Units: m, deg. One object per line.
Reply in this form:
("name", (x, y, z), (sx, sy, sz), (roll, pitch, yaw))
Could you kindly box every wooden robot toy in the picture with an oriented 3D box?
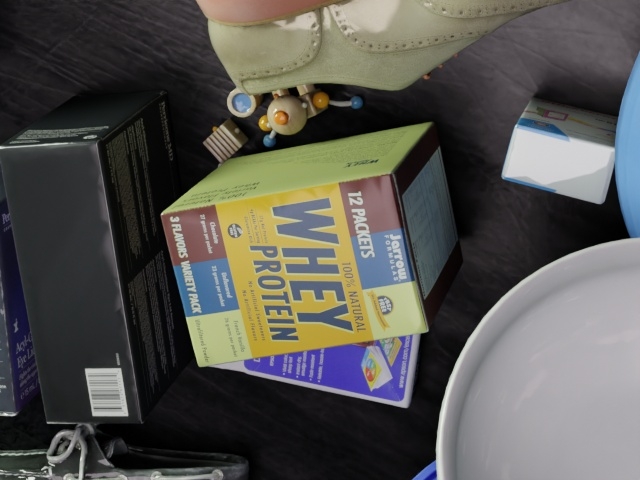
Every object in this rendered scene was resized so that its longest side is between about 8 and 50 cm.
("wooden robot toy", (-0.038, -0.122, 1.568), (0.173, 0.079, 0.076), (-23, 101, 20))

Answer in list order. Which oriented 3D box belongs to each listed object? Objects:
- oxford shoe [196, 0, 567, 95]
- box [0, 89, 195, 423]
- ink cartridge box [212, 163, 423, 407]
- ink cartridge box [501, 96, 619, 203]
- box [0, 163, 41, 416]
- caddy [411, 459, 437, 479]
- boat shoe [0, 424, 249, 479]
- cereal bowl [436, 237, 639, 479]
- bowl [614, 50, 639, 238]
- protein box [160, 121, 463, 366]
("oxford shoe", (0.096, -0.213, 1.491), (0.396, 0.140, 0.147), (-6, 132, 11))
("box", (-0.194, 0.012, 1.598), (0.103, 0.184, 0.261), (-1, 108, 17))
("ink cartridge box", (-0.001, 0.036, 1.630), (0.208, 0.045, 0.206), (11, 109, 9))
("ink cartridge box", (0.209, -0.079, 1.496), (0.088, 0.122, 0.052), (15, 108, 9))
("box", (-0.315, 0.041, 1.656), (0.108, 0.153, 0.207), (2, 110, 14))
("caddy", (0.203, 0.283, 1.537), (0.341, 0.179, 0.241), (-8, 116, -24))
("boat shoe", (-0.222, 0.228, 1.719), (0.306, 0.113, 0.105), (9, 104, 9))
("cereal bowl", (0.254, 0.172, 1.337), (0.338, 0.141, 0.339), (0, 77, 0))
("bowl", (0.434, -0.073, 1.400), (0.391, 0.077, 0.391), (-2, 110, -4))
("protein box", (0.000, 0.000, 1.487), (0.199, 0.201, 0.136), (-10, 103, 15))
